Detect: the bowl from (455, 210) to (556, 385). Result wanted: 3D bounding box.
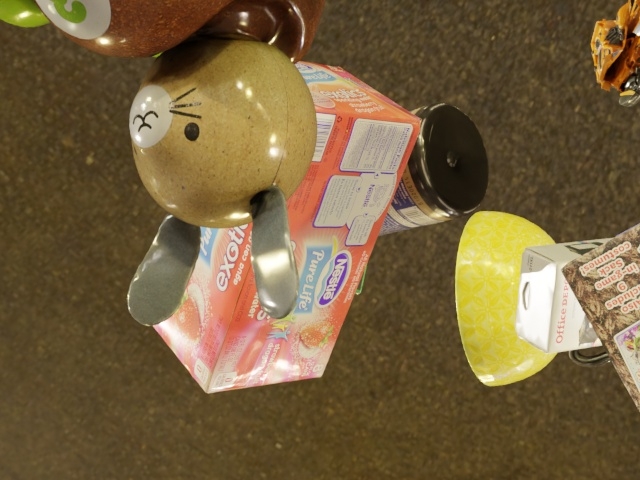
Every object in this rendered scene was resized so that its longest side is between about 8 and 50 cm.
[{"bbox_3d":[0.343,0.091,1.501,0.156,0.289,0.289,-5,124,29],"label":"bowl"}]

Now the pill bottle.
[{"bbox_3d":[0.064,-0.067,1.017,0.219,0.123,0.123,-13,120,44],"label":"pill bottle"}]

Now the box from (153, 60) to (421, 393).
[{"bbox_3d":[-0.044,-0.017,0.905,0.142,0.154,0.300,42,121,41],"label":"box"}]

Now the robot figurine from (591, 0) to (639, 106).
[{"bbox_3d":[0.487,-0.347,1.380,0.085,0.211,0.291,12,137,-5],"label":"robot figurine"}]

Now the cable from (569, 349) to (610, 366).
[{"bbox_3d":[0.670,0.233,1.936,0.287,0.072,0.139,6,117,18],"label":"cable"}]

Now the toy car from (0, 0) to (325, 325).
[{"bbox_3d":[-0.056,-0.058,0.396,0.155,0.149,0.188,-6,84,42],"label":"toy car"}]

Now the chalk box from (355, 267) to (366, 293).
[{"bbox_3d":[0.000,0.000,1.323,0.132,0.132,0.213,14,173,-8],"label":"chalk box"}]

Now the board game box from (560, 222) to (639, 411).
[{"bbox_3d":[0.362,0.117,0.790,0.141,0.232,0.291,-33,73,23],"label":"board game box"}]

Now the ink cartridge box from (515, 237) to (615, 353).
[{"bbox_3d":[0.353,0.070,1.211,0.072,0.175,0.127,-145,53,-62],"label":"ink cartridge box"}]
